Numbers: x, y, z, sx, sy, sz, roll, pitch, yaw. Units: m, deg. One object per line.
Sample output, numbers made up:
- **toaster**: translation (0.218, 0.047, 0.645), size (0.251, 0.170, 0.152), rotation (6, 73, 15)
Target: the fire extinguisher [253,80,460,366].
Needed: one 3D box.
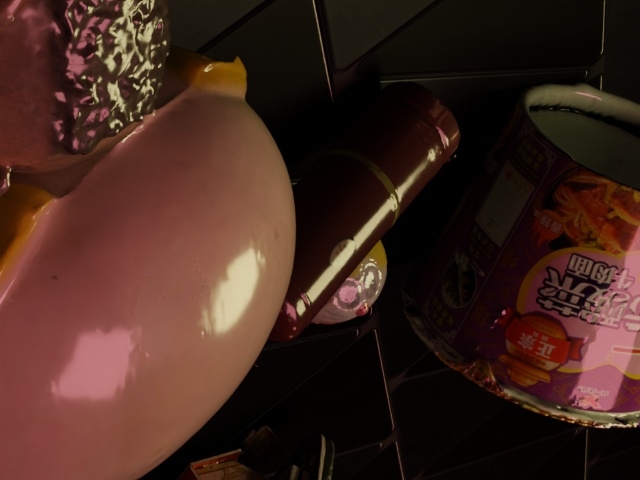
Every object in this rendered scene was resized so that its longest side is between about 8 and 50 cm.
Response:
- **fire extinguisher**: translation (0.000, 0.000, 1.829), size (0.341, 0.105, 0.141), rotation (-49, 143, -30)

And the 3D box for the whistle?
- **whistle**: translation (0.002, 0.046, 2.005), size (0.123, 0.123, 0.223), rotation (-32, 167, -24)

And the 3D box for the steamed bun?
- **steamed bun**: translation (-0.186, 0.021, 1.411), size (0.374, 0.334, 0.334), rotation (-49, 165, -46)

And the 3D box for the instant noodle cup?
- **instant noodle cup**: translation (0.284, 0.003, 2.135), size (0.340, 0.340, 0.266), rotation (-14, 134, -47)

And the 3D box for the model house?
- **model house**: translation (-0.130, 0.324, 2.245), size (0.294, 0.154, 0.207), rotation (-49, -161, 30)

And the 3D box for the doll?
- **doll**: translation (-0.205, -0.203, 1.158), size (0.247, 0.247, 0.349), rotation (-23, 135, -38)
